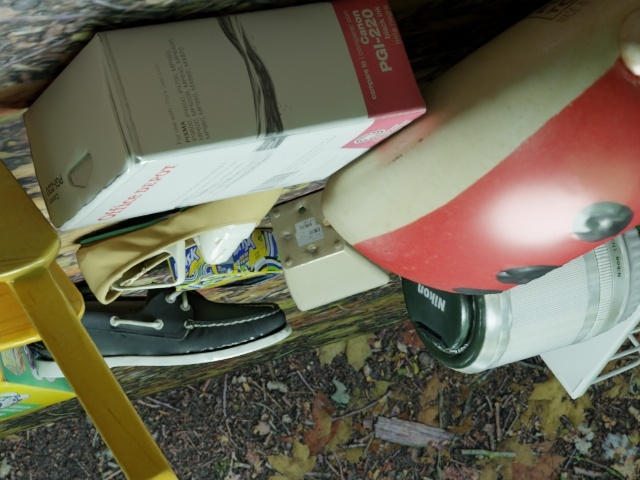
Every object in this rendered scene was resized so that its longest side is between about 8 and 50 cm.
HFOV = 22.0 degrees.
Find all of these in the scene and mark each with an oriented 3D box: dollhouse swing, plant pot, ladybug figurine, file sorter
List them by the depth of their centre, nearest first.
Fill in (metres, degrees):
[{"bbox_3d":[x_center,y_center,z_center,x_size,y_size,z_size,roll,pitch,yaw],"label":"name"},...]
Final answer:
[{"bbox_3d":[-0.280,0.108,1.196,0.315,0.305,0.347,-16,173,-8],"label":"dollhouse swing"},{"bbox_3d":[0.162,-0.068,1.239,0.305,0.162,0.449,-32,179,-15],"label":"ladybug figurine"},{"bbox_3d":[0.000,0.000,1.783,0.109,0.109,0.096,-19,159,12],"label":"plant pot"},{"bbox_3d":[0.427,0.055,2.381,0.173,0.193,0.278,-16,149,-35],"label":"file sorter"}]

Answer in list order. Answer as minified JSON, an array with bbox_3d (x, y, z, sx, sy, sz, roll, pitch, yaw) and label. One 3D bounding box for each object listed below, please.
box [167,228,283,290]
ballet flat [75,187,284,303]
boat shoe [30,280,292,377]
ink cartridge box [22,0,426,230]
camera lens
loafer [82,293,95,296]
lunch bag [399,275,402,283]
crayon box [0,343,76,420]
[{"bbox_3d":[-0.102,0.020,1.847,0.059,0.054,0.169,-21,171,27],"label":"box"},{"bbox_3d":[-0.128,0.001,1.598,0.232,0.073,0.080,-21,172,21],"label":"ballet flat"},{"bbox_3d":[-0.185,0.092,1.856,0.302,0.091,0.114,-8,-173,6],"label":"boat shoe"},{"bbox_3d":[-0.067,-0.084,1.093,0.217,0.092,0.158,-14,172,-31],"label":"ink cartridge box"},{"bbox_3d":[0.260,0.045,2.177,0.274,0.219,0.219,-13,171,-27],"label":"camera lens"},{"bbox_3d":[-0.277,0.096,2.000,0.056,0.050,0.148,-20,171,21],"label":"loafer"},{"bbox_3d":[0.227,0.036,2.501,0.176,0.090,0.219,-24,169,35],"label":"lunch bag"},{"bbox_3d":[-0.480,0.177,1.936,0.313,0.106,0.363,-19,172,1],"label":"crayon box"}]
